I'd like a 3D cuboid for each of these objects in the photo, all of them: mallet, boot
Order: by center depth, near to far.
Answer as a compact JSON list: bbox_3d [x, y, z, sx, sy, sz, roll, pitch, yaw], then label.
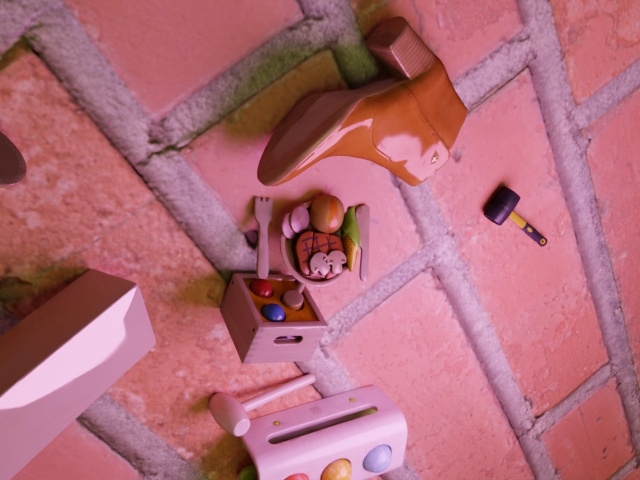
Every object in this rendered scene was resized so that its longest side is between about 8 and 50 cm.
[{"bbox_3d":[0.073,-0.131,0.953,0.295,0.104,0.211,-47,129,-4],"label":"boot"},{"bbox_3d":[0.354,-0.039,1.221,0.190,0.039,0.062,20,103,-42],"label":"mallet"}]

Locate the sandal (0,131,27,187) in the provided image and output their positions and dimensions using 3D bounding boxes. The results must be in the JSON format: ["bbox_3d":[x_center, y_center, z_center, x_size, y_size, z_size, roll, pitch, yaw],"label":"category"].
[{"bbox_3d":[-0.430,-0.099,0.710,0.240,0.088,0.079,22,136,-31],"label":"sandal"}]

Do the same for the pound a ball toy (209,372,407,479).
[{"bbox_3d":[-0.013,0.329,1.150,0.319,0.136,0.208,-10,122,-26],"label":"pound a ball toy"}]

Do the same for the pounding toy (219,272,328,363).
[{"bbox_3d":[-0.054,0.093,1.004,0.141,0.130,0.100,3,127,-32],"label":"pounding toy"}]

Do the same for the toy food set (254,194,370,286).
[{"bbox_3d":[0.000,0.000,0.995,0.192,0.038,0.132,2,86,-31],"label":"toy food set"}]

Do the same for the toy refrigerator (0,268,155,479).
[{"bbox_3d":[-0.325,0.154,0.817,0.269,0.094,0.102,-46,139,-43],"label":"toy refrigerator"}]
